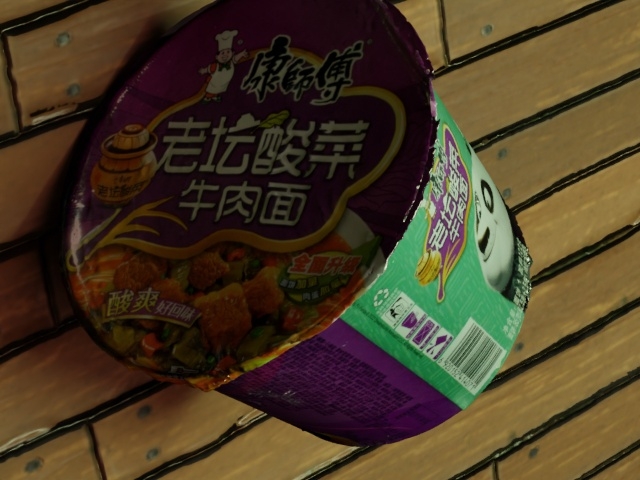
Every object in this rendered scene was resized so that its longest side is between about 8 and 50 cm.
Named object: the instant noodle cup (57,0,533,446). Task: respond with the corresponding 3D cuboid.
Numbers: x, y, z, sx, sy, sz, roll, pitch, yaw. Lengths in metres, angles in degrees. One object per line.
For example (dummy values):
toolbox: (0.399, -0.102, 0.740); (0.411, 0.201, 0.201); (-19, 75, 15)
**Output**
instant noodle cup: (0.000, 0.000, 1.065); (0.251, 0.251, 0.190); (-60, 140, -9)
